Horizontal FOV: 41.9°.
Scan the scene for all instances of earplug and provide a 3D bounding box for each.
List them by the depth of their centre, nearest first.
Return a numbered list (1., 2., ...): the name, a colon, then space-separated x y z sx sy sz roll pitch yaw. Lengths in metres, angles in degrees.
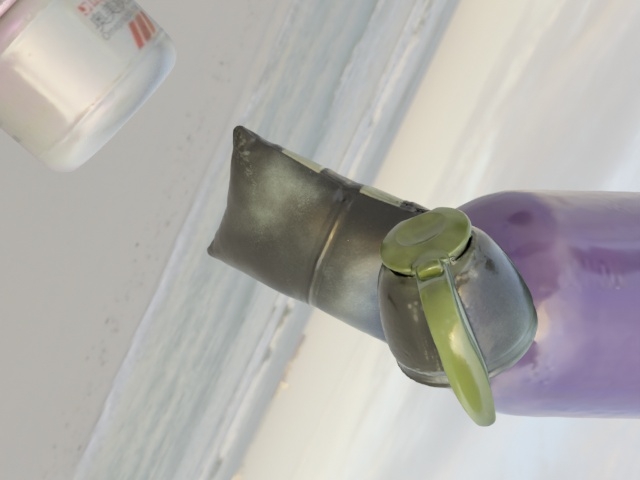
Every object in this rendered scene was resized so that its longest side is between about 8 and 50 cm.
1. earplug: 0.278 0.053 0.698 0.215 0.455 0.215 -177 -90 -65

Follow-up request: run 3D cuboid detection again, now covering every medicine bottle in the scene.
1. medicine bottle: -0.386 -0.282 1.131 0.256 0.325 0.256 -40 -161 17

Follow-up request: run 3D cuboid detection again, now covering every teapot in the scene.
1. teapot: 0.080 0.032 0.482 0.092 0.091 0.124 -35 -150 -12

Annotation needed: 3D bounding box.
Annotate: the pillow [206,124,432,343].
1. pillow: 0.000 0.000 0.876 0.106 0.249 0.186 -56 166 -50
